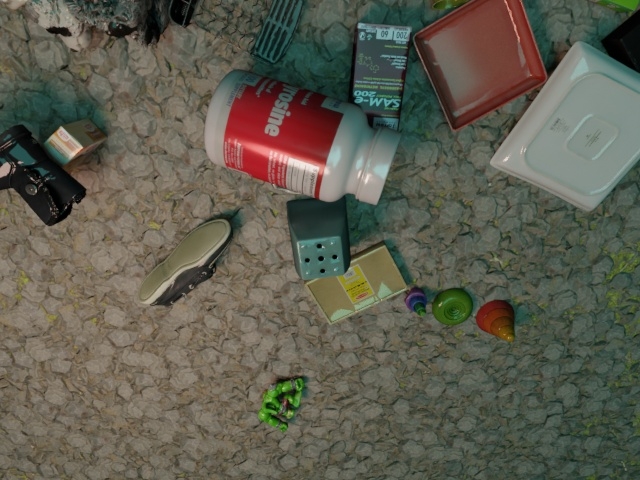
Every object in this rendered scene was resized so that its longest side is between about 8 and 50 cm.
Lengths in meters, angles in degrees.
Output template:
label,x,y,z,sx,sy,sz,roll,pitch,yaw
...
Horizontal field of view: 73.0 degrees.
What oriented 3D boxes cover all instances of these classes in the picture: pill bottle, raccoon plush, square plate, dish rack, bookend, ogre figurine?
label,x,y,z,sx,sy,sz,roll,pitch,yaw
pill bottle,-0.036,-0.225,0.999,0.408,0.229,0.229,19,111,4
raccoon plush,-0.469,-0.613,0.891,0.299,0.216,0.446,17,107,-3
square plate,0.681,-0.264,1.103,0.344,0.049,0.347,22,122,-9
dish rack,-0.182,-0.541,0.989,0.271,0.074,0.208,24,110,-11
bookend,0.803,-0.477,1.045,0.157,0.072,0.156,-41,109,13
ogre figurine,-0.134,0.534,1.421,0.118,0.097,0.197,17,123,-21

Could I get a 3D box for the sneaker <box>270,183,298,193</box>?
label,x,y,z,sx,sy,sz,roll,pitch,yaw
sneaker,-0.015,-0.152,1.143,0.235,0.095,0.090,0,111,-3

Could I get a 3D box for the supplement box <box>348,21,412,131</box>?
label,x,y,z,sx,sy,sz,roll,pitch,yaw
supplement box,0.138,-0.395,1.058,0.130,0.073,0.239,2,113,-3

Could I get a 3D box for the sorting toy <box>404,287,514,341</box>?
label,x,y,z,sx,sy,sz,roll,pitch,yaw
sorting toy,0.435,0.233,1.297,0.365,0.126,0.127,14,111,-8

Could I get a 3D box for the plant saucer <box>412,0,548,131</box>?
label,x,y,z,sx,sy,sz,roll,pitch,yaw
plant saucer,0.387,-0.444,1.060,0.258,0.048,0.259,-28,111,9

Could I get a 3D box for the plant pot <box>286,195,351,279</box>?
label,x,y,z,sx,sy,sz,roll,pitch,yaw
plant pot,0.000,0.000,1.129,0.166,0.234,0.165,-7,112,0

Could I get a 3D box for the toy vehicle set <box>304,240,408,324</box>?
label,x,y,z,sx,sy,sz,roll,pitch,yaw
toy vehicle set,0.106,0.130,1.292,0.267,0.035,0.166,-26,111,9

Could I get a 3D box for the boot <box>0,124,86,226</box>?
label,x,y,z,sx,sy,sz,roll,pitch,yaw
boot,-0.687,-0.110,0.982,0.246,0.094,0.207,-35,105,6

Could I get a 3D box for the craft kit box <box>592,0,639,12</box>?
label,x,y,z,sx,sy,sz,roll,pitch,yaw
craft kit box,0.649,-0.682,0.968,0.250,0.061,0.246,15,114,-8

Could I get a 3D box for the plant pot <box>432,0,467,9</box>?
label,x,y,z,sx,sy,sz,roll,pitch,yaw
plant pot,0.295,-0.584,0.988,0.083,0.083,0.079,-7,101,1

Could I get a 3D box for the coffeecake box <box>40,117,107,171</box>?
label,x,y,z,sx,sy,sz,roll,pitch,yaw
coffeecake box,-0.641,-0.210,1.072,0.185,0.142,0.068,-37,109,13

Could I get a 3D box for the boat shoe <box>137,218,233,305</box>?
label,x,y,z,sx,sy,sz,roll,pitch,yaw
boat shoe,-0.356,0.076,1.220,0.340,0.127,0.113,-43,137,7
